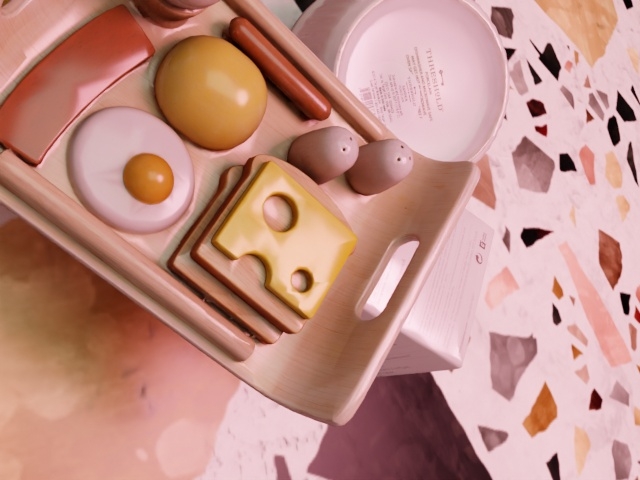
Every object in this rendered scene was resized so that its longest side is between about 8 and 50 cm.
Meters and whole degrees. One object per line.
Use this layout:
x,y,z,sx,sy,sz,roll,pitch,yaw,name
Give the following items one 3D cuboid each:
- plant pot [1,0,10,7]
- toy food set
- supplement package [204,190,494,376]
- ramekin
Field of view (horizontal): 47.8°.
-0.203,-0.248,0.486,0.212,0.212,0.187,-33,108,-40,plant pot
-0.046,-0.062,0.431,0.306,0.092,0.219,41,63,-20,toy food set
0.000,0.000,0.592,0.244,0.139,0.134,32,61,-24,supplement package
0.072,-0.138,0.656,0.207,0.109,0.207,-3,101,-17,ramekin
